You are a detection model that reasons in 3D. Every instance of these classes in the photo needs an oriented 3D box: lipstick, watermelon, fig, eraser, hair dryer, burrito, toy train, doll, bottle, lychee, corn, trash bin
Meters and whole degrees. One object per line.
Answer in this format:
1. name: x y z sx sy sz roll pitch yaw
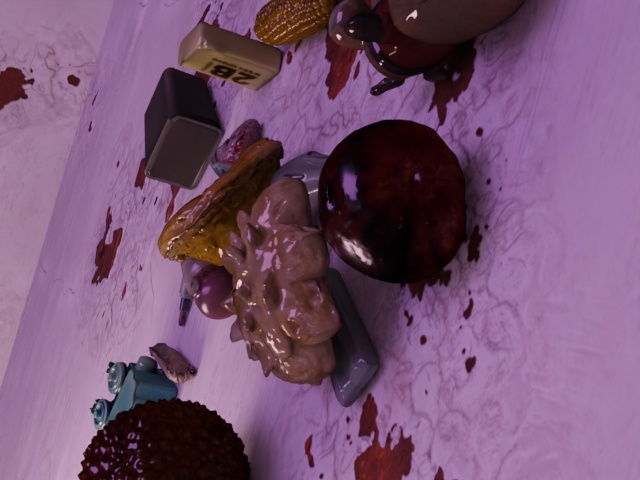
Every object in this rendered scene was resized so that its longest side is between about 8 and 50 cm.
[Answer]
1. lipstick: -0.268 0.118 2.072 0.025 0.025 0.107 13 93 66
2. watermelon: -0.163 -0.172 1.994 0.139 0.071 0.187 -67 26 3
3. fig: 0.073 -0.030 1.317 0.249 0.186 0.203 -45 55 57
4. eraser: -0.174 -0.350 1.996 0.117 0.172 0.058 -23 57 58
5. hair dryer: 0.019 -0.026 1.560 0.229 0.092 0.267 -33 60 45
6. burrito: -0.288 0.234 2.010 0.171 0.051 0.042 34 119 60
7. toy train: -0.366 0.335 2.045 0.163 0.112 0.203 45 116 54
8. doll: 0.145 -0.305 1.338 0.174 0.235 0.330 58 154 0
9. bottle: -0.195 0.049 1.870 0.110 0.110 0.233 -60 28 25
10. lychee: -0.233 0.374 1.578 0.304 0.276 0.275 47 -125 -77
11. corn: -0.039 -0.403 1.849 0.313 0.102 0.101 -13 63 64
12. trash bin: -0.308 -0.247 2.267 0.164 0.122 0.240 -61 27 26

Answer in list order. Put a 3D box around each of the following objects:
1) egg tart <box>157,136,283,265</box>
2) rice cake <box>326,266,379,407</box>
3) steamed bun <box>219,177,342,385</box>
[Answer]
1. egg tart: -0.146 -0.047 1.743 0.295 0.116 0.295 -42 1 1
2. rice cake: 0.027 0.130 1.458 0.080 0.042 0.221 -64 28 27
3. steamed bun: -0.065 0.061 1.414 0.295 0.137 0.292 -114 21 -62
